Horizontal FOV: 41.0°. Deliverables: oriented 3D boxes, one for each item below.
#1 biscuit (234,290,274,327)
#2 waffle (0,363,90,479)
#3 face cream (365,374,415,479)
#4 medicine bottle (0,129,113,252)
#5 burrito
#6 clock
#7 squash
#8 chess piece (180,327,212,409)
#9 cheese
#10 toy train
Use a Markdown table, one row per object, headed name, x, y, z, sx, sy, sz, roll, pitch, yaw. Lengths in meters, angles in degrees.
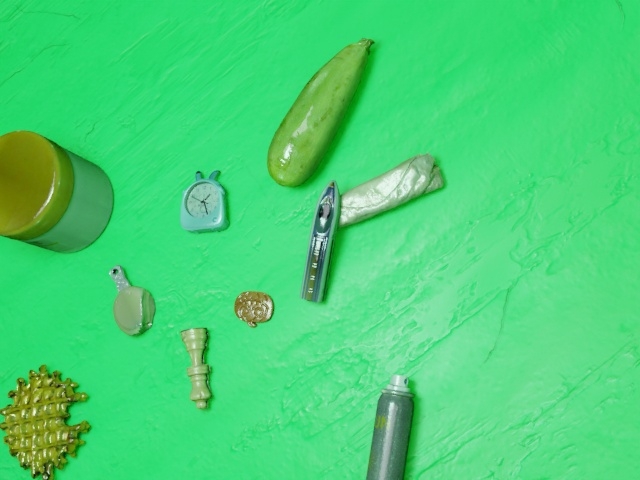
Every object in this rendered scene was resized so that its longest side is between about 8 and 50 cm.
| name | x | y | z | sx | sy | sz | roll | pitch | yaw |
| --- | --- | --- | --- | --- | --- | --- | --- | --- | --- |
| biscuit | -0.143 | 0.147 | 1.833 | 0.091 | 0.015 | 0.078 | 0 | 78 | 20 |
| waffle | -0.626 | 0.407 | 1.930 | 0.232 | 0.051 | 0.228 | 31 | 93 | 23 |
| face cream | 0.132 | 0.401 | 1.646 | 0.073 | 0.073 | 0.283 | 6 | 80 | 21 |
| medicine bottle | -0.630 | -0.103 | 1.946 | 0.238 | 0.232 | 0.237 | -4 | 76 | 18 |
| burrito | 0.117 | -0.094 | 1.770 | 0.275 | 0.059 | 0.082 | -24 | 75 | 14 |
| clock | -0.256 | -0.092 | 1.911 | 0.108 | 0.045 | 0.147 | -4 | 76 | 18 |
| squash | -0.001 | -0.282 | 1.824 | 0.118 | 0.118 | 0.370 | 28 | 87 | 23 |
| chess piece | -0.261 | 0.274 | 1.827 | 0.060 | 0.060 | 0.172 | -13 | 76 | 17 |
| cheese | -0.424 | 0.130 | 1.919 | 0.092 | 0.047 | 0.171 | -15 | 73 | 15 |
| toy train | 0.000 | 0.000 | 1.761 | 0.055 | 0.048 | 0.251 | 12 | 99 | 20 |
